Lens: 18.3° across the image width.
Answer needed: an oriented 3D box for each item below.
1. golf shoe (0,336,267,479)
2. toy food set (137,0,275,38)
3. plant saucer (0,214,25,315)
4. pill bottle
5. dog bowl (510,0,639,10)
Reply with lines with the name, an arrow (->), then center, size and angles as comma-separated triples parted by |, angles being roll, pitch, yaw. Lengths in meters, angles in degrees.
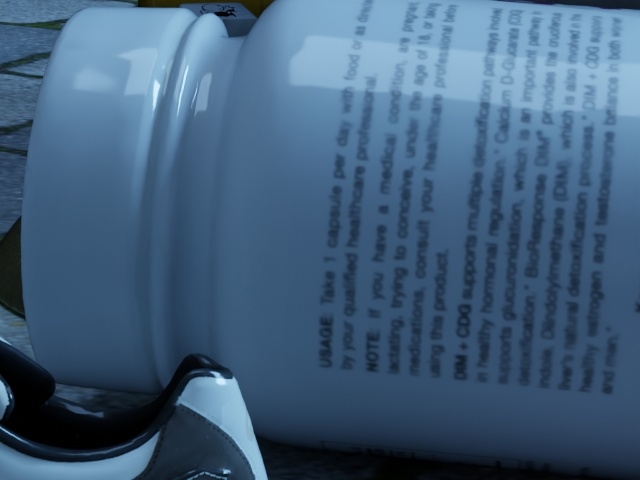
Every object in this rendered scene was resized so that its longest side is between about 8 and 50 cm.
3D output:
golf shoe -> -0.109, 0.063, 0.488 | 0.198, 0.094, 0.077 | 1, 13, -7
toy food set -> -0.033, -0.085, 1.150 | 0.104, 0.111, 0.232 | -4, 20, -16
plant saucer -> 0.000, 0.000, 0.930 | 0.310, 0.050, 0.310 | 3, 11, -1
pill bottle -> 0.052, -0.004, 0.681 | 0.283, 0.160, 0.160 | 5, 12, 6
dog bowl -> 0.175, -0.073, 0.774 | 0.265, 0.265, 0.104 | 5, 38, 7
